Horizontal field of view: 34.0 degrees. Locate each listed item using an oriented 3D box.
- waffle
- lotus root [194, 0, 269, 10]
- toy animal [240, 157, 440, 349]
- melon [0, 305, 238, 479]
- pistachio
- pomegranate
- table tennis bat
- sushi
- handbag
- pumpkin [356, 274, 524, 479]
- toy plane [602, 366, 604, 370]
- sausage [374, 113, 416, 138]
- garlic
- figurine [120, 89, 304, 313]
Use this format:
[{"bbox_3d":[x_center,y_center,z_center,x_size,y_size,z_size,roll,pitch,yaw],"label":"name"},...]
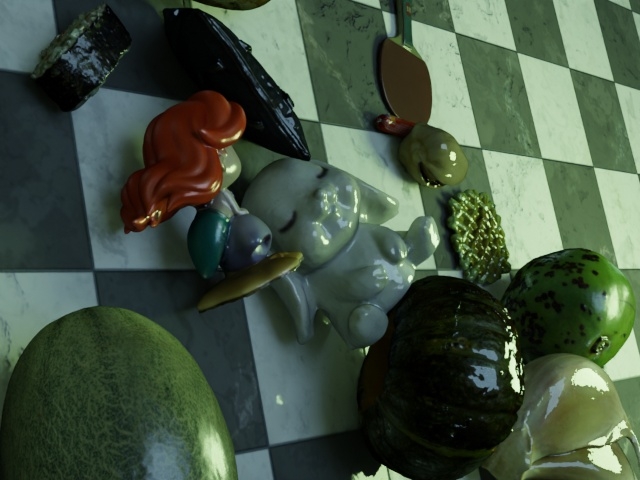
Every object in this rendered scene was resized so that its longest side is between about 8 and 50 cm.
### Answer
[{"bbox_3d":[0.297,-0.007,1.964,0.169,0.036,0.183,-10,82,-50],"label":"waffle"},{"bbox_3d":[-0.156,-0.432,1.482,0.397,0.196,0.179,3,78,-52],"label":"lotus root"},{"bbox_3d":[0.000,0.000,1.504,0.265,0.206,0.271,39,66,-16],"label":"toy animal"},{"bbox_3d":[-0.212,0.230,1.094,0.248,0.248,0.329,-2,70,-50],"label":"melon"},{"bbox_3d":[0.202,-0.147,1.858,0.149,0.113,0.113,30,53,-54],"label":"pistachio"},{"bbox_3d":[0.449,0.128,1.940,0.254,0.254,0.270,47,4,-27],"label":"pomegranate"},{"bbox_3d":[0.158,-0.336,1.950,0.154,0.021,0.274,22,61,-44],"label":"table tennis bat"},{"bbox_3d":[-0.296,-0.234,1.314,0.078,0.090,0.150,47,46,-21],"label":"sushi"},{"bbox_3d":[-0.117,-0.216,1.451,0.089,0.211,0.254,-41,113,-9],"label":"handbag"},{"bbox_3d":[0.169,0.198,1.524,0.192,0.320,0.320,18,56,-7],"label":"pumpkin"},{"bbox_3d":[0.490,0.242,2.055,0.160,0.082,0.234,41,39,6],"label":"toy plane"},{"bbox_3d":[0.140,-0.201,1.860,0.129,0.034,0.034,12,66,-47],"label":"sausage"},{"bbox_3d":[0.452,0.330,1.800,0.340,0.231,0.246,24,19,-12],"label":"garlic"},{"bbox_3d":[-0.151,-0.049,1.338,0.208,0.181,0.257,-28,96,-7],"label":"figurine"}]
